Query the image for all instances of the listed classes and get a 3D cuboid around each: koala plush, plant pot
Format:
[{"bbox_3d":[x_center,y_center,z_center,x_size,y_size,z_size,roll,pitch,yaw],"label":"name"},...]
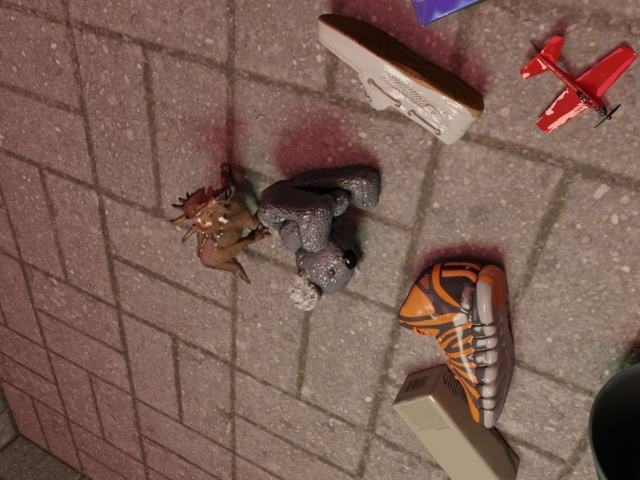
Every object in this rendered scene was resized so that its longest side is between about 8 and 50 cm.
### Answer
[{"bbox_3d":[0.000,0.000,1.004,0.203,0.196,0.221,7,124,42],"label":"koala plush"},{"bbox_3d":[0.560,0.361,0.827,0.293,0.293,0.235,4,135,30],"label":"plant pot"}]

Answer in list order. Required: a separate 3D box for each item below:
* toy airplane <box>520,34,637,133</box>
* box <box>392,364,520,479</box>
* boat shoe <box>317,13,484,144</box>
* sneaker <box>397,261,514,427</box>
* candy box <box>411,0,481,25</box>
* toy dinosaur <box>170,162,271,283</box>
[{"bbox_3d":[0.335,-0.214,0.745,0.151,0.028,0.151,15,125,22],"label":"toy airplane"},{"bbox_3d":[0.279,0.396,1.143,0.113,0.094,0.275,-30,102,42],"label":"box"},{"bbox_3d":[0.101,-0.235,0.830,0.277,0.098,0.096,35,131,6],"label":"boat shoe"},{"bbox_3d":[0.246,0.182,1.019,0.180,0.124,0.321,4,111,35],"label":"sneaker"},{"bbox_3d":[0.222,-0.431,0.609,0.317,0.122,0.268,-11,112,38],"label":"candy box"},{"bbox_3d":[-0.201,-0.016,1.096,0.127,0.200,0.295,21,129,19],"label":"toy dinosaur"}]
